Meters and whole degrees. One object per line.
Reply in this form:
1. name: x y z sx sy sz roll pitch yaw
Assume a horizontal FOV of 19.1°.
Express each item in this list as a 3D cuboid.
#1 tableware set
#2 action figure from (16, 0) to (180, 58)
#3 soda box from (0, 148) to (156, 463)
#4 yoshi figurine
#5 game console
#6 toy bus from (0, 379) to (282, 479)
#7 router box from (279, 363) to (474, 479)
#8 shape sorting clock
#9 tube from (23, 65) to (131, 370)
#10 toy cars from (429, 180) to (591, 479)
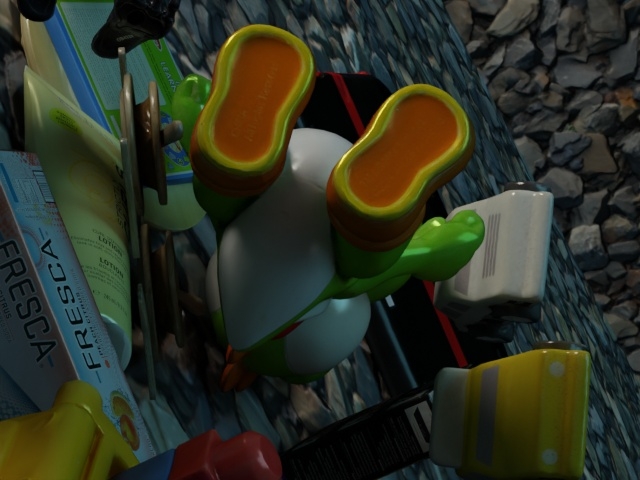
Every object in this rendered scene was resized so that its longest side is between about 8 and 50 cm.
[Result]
1. tableware set: -0.096 -0.013 1.169 0.128 0.039 0.194 -100 -174 -56
2. action figure: -0.143 -0.233 1.257 0.164 0.141 0.275 28 24 -25
3. soda box: -0.154 0.045 0.996 0.183 0.063 0.058 67 17 7
4. yoshi figurine: 0.004 -0.026 1.265 0.362 0.203 0.203 102 -30 -67
5. game console: 0.068 0.011 1.877 0.386 0.060 0.342 66 20 3
6. toy bus: -0.089 0.167 0.747 0.220 0.211 0.149 62 13 -20
7. router box: 0.048 0.146 1.410 0.046 0.133 0.179 66 15 3
8. shape sorting clock: -0.140 -0.099 1.316 0.206 0.040 0.206 42 34 -36
9. tube: -0.146 -0.013 1.133 0.240 0.062 0.070 -99 -172 -52
10. toy cars: 0.115 0.067 1.318 0.393 0.087 0.176 -91 -171 -61
